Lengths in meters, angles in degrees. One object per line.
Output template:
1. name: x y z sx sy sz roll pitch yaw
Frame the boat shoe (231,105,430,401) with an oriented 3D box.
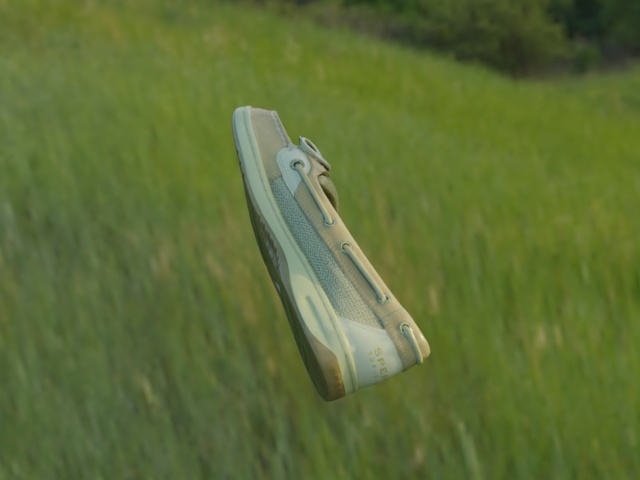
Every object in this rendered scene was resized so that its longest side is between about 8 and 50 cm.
1. boat shoe: 0.000 -0.001 0.810 0.048 0.056 0.153 -18 48 -6
